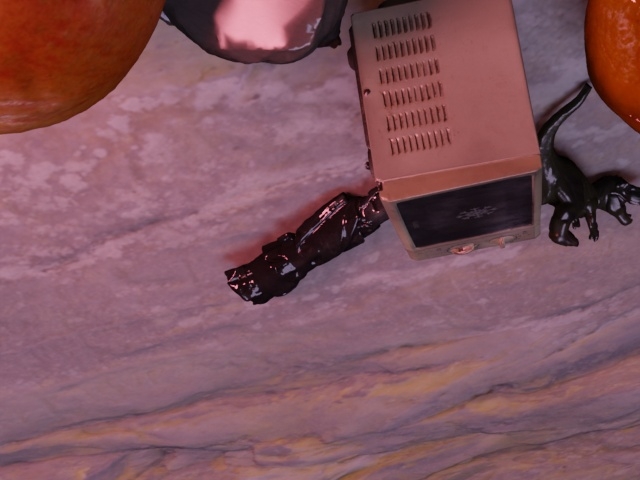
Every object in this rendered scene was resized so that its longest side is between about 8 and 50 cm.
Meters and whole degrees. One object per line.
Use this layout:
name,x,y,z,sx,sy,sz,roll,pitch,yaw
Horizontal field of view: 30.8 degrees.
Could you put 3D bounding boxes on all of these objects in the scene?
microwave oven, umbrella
microwave oven,0.112,-0.100,1.025,0.145,0.194,0.240,-13,166,8
umbrella,0.000,0.000,1.285,0.235,0.059,0.066,-32,162,23

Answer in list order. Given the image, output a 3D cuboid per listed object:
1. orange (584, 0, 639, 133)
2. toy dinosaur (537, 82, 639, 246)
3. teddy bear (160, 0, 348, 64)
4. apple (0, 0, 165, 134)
orange,0.362,-0.175,1.005,0.249,0.249,0.183,-37,154,31
toy dinosaur,0.286,-0.087,1.279,0.187,0.087,0.179,0,109,-42
teddy bear,-0.058,-0.212,0.884,0.171,0.251,0.144,2,102,-4
apple,-0.215,-0.213,0.728,0.299,0.299,0.275,-35,144,30
